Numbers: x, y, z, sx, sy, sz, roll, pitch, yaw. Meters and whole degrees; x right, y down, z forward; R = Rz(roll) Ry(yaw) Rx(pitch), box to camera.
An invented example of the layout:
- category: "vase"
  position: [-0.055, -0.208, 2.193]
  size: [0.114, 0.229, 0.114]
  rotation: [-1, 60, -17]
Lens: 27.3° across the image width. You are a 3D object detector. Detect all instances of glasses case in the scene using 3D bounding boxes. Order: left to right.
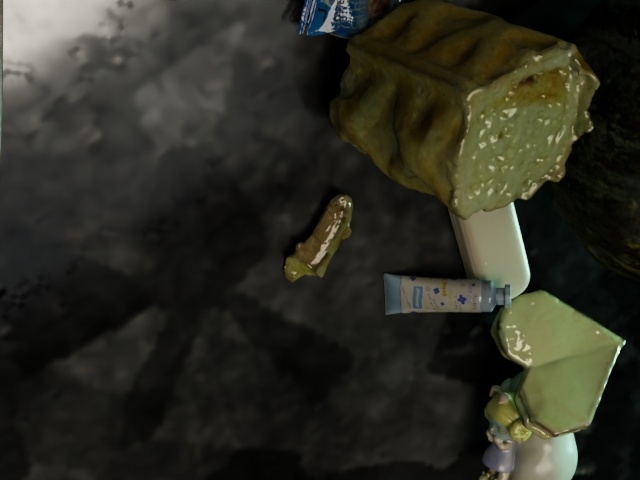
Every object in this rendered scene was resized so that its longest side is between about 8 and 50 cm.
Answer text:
- category: "glasses case"
  position: [0.227, -0.004, 1.781]
  size: [0.083, 0.050, 0.196]
  rotation: [-25, 121, -13]

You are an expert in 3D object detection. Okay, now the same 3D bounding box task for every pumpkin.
- category: "pumpkin"
  position: [0.487, -0.147, 1.647]
  size: [0.454, 0.344, 0.454]
  rotation: [-12, 126, -18]

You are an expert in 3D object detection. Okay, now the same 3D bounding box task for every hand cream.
- category: "hand cream"
  position: [0.171, 0.073, 1.772]
  size: [0.171, 0.043, 0.065]
  rotation: [1, 116, 11]

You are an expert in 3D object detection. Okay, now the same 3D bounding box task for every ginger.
- category: "ginger"
  position: [0.003, 0.002, 1.697]
  size: [0.057, 0.044, 0.137]
  rotation: [33, 97, -13]

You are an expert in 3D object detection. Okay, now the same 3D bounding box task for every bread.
- category: "bread"
  position: [0.159, -0.159, 1.552]
  size: [0.238, 0.252, 0.196]
  rotation: [-31, 133, -15]

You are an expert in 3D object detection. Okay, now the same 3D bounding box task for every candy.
- category: "candy"
  position: [0.038, -0.276, 1.586]
  size: [0.136, 0.038, 0.088]
  rotation: [10, 96, -34]

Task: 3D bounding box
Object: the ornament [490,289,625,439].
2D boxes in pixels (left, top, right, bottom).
- category: "ornament"
  position: [0.342, 0.165, 1.831]
  size: [0.180, 0.059, 0.201]
  rotation: [-13, 75, -14]

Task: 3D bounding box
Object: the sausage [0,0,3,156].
- category: "sausage"
  position: [-0.367, -0.191, 1.456]
  size: [0.033, 0.033, 0.269]
  rotation: [-3, 115, -21]

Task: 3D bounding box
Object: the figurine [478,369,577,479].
- category: "figurine"
  position: [0.309, 0.236, 1.894]
  size: [0.155, 0.127, 0.235]
  rotation: [3, 101, -17]
